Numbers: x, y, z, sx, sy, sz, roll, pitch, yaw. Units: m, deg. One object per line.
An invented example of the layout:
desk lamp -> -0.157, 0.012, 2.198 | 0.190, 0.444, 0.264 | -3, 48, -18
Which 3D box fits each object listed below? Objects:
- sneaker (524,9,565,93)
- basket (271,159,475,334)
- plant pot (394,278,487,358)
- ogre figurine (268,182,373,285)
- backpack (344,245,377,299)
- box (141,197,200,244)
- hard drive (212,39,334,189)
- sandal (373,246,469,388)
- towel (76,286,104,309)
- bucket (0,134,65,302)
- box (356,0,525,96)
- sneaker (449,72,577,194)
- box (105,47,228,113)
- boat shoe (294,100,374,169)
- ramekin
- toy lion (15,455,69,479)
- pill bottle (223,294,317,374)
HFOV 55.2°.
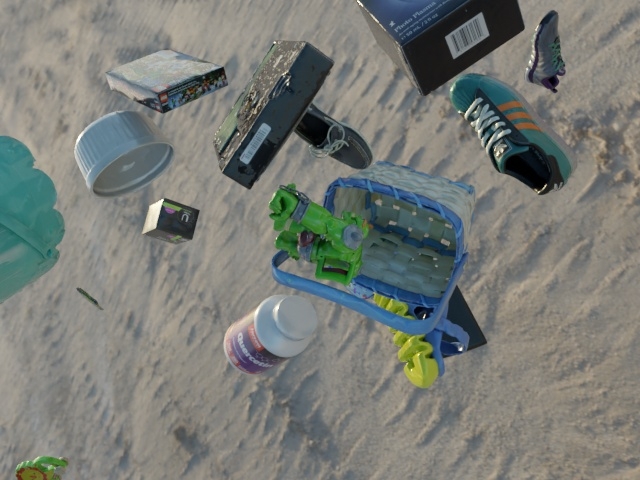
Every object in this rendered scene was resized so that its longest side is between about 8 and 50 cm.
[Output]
sneaker -> 0.584, -0.471, 1.535 | 0.083, 0.223, 0.098 | -43, 64, -15
basket -> 0.103, 0.012, 0.923 | 0.255, 0.289, 0.201 | 22, 128, 26
plant pot -> 0.289, 0.226, 1.607 | 0.188, 0.167, 0.187 | 64, 165, 6
ogre figurine -> 0.000, 0.000, 0.789 | 0.096, 0.118, 0.197 | -58, -14, -36
backpack -> 0.109, 0.066, 1.491 | 0.158, 0.117, 0.173 | 38, 123, 30
box -> -0.237, -0.029, 0.968 | 0.083, 0.062, 0.052 | -11, 64, 60
hard drive -> -0.096, -0.232, 1.065 | 0.237, 0.064, 0.339 | -55, 21, 7
sandal -> 0.201, 0.137, 1.260 | 0.126, 0.138, 0.317 | 115, 139, -63
towel -> -0.508, 0.130, 1.355 | 0.009, 0.060, 0.083 | -52, -4, -20
bucket -> -0.495, -0.014, 0.769 | 0.281, 0.281, 0.183 | -48, 10, 21
box -> 0.288, -0.571, 1.532 | 0.296, 0.182, 0.294 | -33, 47, 7
sneaker -> 0.363, -0.210, 1.199 | 0.302, 0.121, 0.108 | 43, 138, 9
box -> -0.326, -0.341, 1.290 | 0.159, 0.044, 0.233 | -33, 42, -29
boat shoe -> 0.010, -0.229, 1.320 | 0.095, 0.254, 0.079 | -36, 24, 34
ramekin -> -0.434, -0.193, 1.345 | 0.207, 0.207, 0.109 | -40, 78, 29
toy lion -> -0.601, 0.496, 1.315 | 0.100, 0.096, 0.034 | -58, 18, 27
pill bottle -> -0.144, 0.272, 1.789 | 0.323, 0.182, 0.181 | -39, 43, 49
